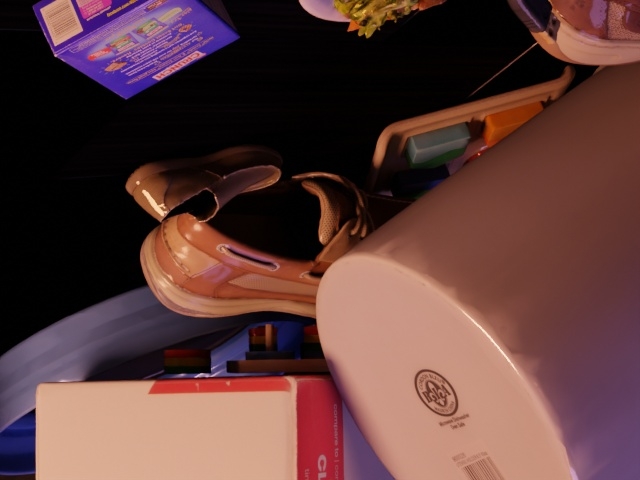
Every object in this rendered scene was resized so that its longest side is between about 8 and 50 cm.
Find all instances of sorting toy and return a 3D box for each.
[{"bbox_3d":[0.139,-0.086,1.486,0.208,0.038,0.193,-20,163,-13],"label":"sorting toy"},{"bbox_3d":[-0.009,0.102,1.454,0.274,0.046,0.132,0,176,-8],"label":"sorting toy"}]

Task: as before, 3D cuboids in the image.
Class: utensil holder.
[{"bbox_3d":[0.234,0.043,1.317,0.385,0.327,0.327,-33,169,-26],"label":"utensil holder"}]

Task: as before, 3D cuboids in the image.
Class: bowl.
[{"bbox_3d":[-0.195,0.141,1.672,0.391,0.077,0.391,-21,163,-7],"label":"bowl"}]

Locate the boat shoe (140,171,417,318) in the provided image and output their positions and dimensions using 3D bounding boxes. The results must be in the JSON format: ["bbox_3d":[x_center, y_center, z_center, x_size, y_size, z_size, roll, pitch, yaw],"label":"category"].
[{"bbox_3d":[0.000,0.000,1.404,0.324,0.123,0.116,-7,149,-34],"label":"boat shoe"}]

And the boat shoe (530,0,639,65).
[{"bbox_3d":[0.319,-0.215,1.201,0.342,0.123,0.123,-7,159,-29],"label":"boat shoe"}]

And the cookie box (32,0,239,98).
[{"bbox_3d":[-0.114,-0.138,0.971,0.092,0.040,0.107,-27,163,11],"label":"cookie box"}]

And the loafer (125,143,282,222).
[{"bbox_3d":[-0.092,-0.043,1.280,0.148,0.050,0.056,-13,160,-33],"label":"loafer"}]

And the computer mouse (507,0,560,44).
[{"bbox_3d":[0.228,-0.190,1.038,0.184,0.060,0.262,-49,140,10],"label":"computer mouse"}]

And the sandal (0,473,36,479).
[{"bbox_3d":[-0.282,0.350,2.148,0.167,0.107,0.446,-31,162,24],"label":"sandal"}]

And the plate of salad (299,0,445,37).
[{"bbox_3d":[0.079,-0.197,1.041,0.200,0.048,0.200,-21,163,-7],"label":"plate of salad"}]

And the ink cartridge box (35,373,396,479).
[{"bbox_3d":[-0.055,0.214,1.517,0.279,0.160,0.385,-5,173,27],"label":"ink cartridge box"}]
